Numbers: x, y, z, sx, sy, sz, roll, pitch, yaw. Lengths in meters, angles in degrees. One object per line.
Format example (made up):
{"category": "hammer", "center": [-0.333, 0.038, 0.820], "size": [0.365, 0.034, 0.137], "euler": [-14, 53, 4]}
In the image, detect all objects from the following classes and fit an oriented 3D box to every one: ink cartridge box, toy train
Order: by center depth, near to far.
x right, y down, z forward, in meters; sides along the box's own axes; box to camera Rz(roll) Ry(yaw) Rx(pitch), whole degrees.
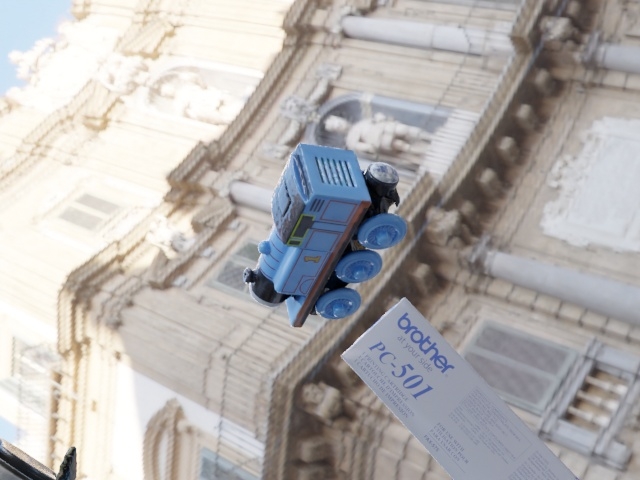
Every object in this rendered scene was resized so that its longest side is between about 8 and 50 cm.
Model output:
{"category": "ink cartridge box", "center": [0.100, 0.122, 0.436], "size": [0.046, 0.207, 0.097], "euler": [-43, -12, -1]}
{"category": "toy train", "center": [0.000, 0.000, 0.742], "size": [0.105, 0.080, 0.184], "euler": [8, -45, -22]}

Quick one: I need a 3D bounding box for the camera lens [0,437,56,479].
{"category": "camera lens", "center": [-0.497, 0.428, 1.212], "size": [0.274, 0.219, 0.219], "euler": [-56, -38, -17]}

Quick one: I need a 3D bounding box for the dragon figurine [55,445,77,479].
{"category": "dragon figurine", "center": [-0.279, 0.160, 0.508], "size": [0.144, 0.289, 0.085], "euler": [11, -103, -53]}
